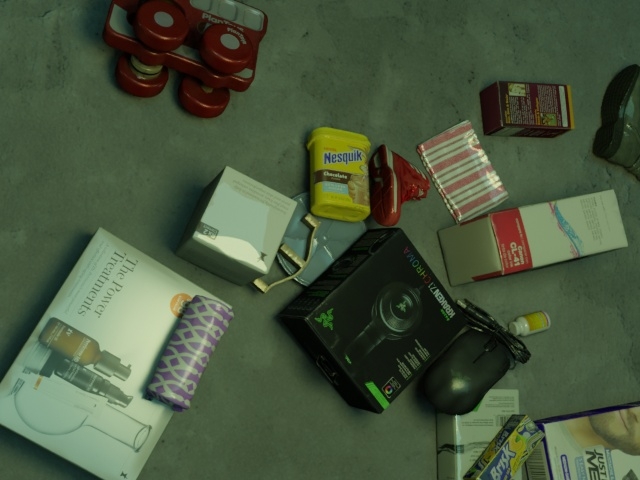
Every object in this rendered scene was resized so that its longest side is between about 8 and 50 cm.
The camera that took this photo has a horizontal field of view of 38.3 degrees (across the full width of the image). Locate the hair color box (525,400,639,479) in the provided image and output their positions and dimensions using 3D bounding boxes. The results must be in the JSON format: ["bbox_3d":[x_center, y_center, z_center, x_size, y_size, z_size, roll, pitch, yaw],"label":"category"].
[{"bbox_3d":[0.598,0.448,1.932,0.339,0.110,0.185,-6,81,-22],"label":"hair color box"}]

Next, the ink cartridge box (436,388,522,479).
[{"bbox_3d":[0.316,0.403,1.849,0.153,0.087,0.208,5,78,-19],"label":"ink cartridge box"}]

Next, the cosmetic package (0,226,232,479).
[{"bbox_3d":[-0.373,0.210,1.638,0.284,0.097,0.377,33,71,-14],"label":"cosmetic package"}]

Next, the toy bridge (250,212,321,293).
[{"bbox_3d":[-0.055,0.031,1.783,0.063,0.026,0.188,43,69,-10],"label":"toy bridge"}]

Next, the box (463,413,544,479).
[{"bbox_3d":[0.355,0.417,1.783,0.059,0.054,0.169,47,69,-6],"label":"box"}]

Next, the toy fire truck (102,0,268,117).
[{"bbox_3d":[-0.256,-0.399,1.775,0.302,0.169,0.253,17,51,-16],"label":"toy fire truck"}]

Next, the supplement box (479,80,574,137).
[{"bbox_3d":[0.455,-0.287,2.031,0.188,0.081,0.104,0,80,-20],"label":"supplement box"}]

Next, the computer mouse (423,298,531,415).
[{"bbox_3d":[0.301,0.231,1.822,0.188,0.072,0.272,38,49,10],"label":"computer mouse"}]

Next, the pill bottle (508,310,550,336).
[{"bbox_3d":[0.443,0.179,1.960,0.083,0.043,0.043,-12,84,-22],"label":"pill bottle"}]

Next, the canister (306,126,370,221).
[{"bbox_3d":[0.038,-0.129,1.834,0.126,0.073,0.169,9,62,-20],"label":"canister"}]

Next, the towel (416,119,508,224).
[{"bbox_3d":[0.308,-0.146,1.981,0.144,0.029,0.197,-29,90,-21],"label":"towel"}]

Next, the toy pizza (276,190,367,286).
[{"bbox_3d":[0.000,0.000,1.842,0.201,0.032,0.201,4,78,-20],"label":"toy pizza"}]

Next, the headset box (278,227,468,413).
[{"bbox_3d":[0.096,0.157,1.774,0.283,0.131,0.246,-42,105,-21],"label":"headset box"}]

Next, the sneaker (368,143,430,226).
[{"bbox_3d":[0.172,-0.099,1.857,0.128,0.087,0.221,21,43,-20],"label":"sneaker"}]

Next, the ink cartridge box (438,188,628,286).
[{"bbox_3d":[0.432,-0.003,1.893,0.306,0.226,0.131,-9,84,-20],"label":"ink cartridge box"}]

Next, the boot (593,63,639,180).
[{"bbox_3d":[0.731,-0.268,2.138,0.161,0.083,0.246,23,79,-21],"label":"boot"}]

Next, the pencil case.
[{"bbox_3d":[-0.223,0.197,1.603,0.088,0.086,0.206,45,65,-49],"label":"pencil case"}]

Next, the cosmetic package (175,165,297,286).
[{"bbox_3d":[-0.159,-0.022,1.707,0.151,0.184,0.151,27,72,-14],"label":"cosmetic package"}]
